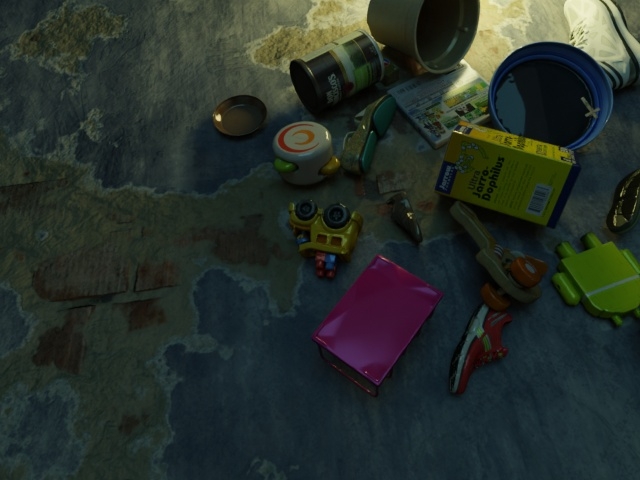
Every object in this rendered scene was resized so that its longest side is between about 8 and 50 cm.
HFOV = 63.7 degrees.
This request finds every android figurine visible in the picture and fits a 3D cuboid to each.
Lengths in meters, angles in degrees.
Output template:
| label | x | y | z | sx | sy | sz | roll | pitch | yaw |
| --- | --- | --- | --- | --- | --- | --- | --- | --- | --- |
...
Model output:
| label | x | y | z | sx | sy | sz | roll | pitch | yaw |
| --- | --- | --- | --- | --- | --- | --- | --- | --- | --- |
| android figurine | 0.788 | 0.107 | 1.443 | 0.248 | 0.056 | 0.272 | -20 | 60 | -7 |

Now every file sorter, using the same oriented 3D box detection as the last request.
| label | x | y | z | sx | sy | sz | roll | pitch | yaw |
| --- | --- | --- | --- | --- | --- | --- | --- | --- | --- |
| file sorter | 0.150 | 0.231 | 1.354 | 0.202 | 0.182 | 0.290 | 32 | 67 | 22 |

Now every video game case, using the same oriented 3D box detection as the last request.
| label | x | y | z | sx | sy | sz | roll | pitch | yaw |
| --- | --- | --- | --- | --- | --- | --- | --- | --- | --- |
| video game case | 0.453 | -0.497 | 1.830 | 0.329 | 0.036 | 0.300 | -28 | 62 | -12 |

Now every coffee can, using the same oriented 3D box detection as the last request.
| label | x | y | z | sx | sy | sz | roll | pitch | yaw |
| --- | --- | --- | --- | --- | --- | --- | --- | --- | --- |
| coffee can | 0.058 | -0.598 | 1.824 | 0.275 | 0.201 | 0.201 | -31 | 62 | -12 |

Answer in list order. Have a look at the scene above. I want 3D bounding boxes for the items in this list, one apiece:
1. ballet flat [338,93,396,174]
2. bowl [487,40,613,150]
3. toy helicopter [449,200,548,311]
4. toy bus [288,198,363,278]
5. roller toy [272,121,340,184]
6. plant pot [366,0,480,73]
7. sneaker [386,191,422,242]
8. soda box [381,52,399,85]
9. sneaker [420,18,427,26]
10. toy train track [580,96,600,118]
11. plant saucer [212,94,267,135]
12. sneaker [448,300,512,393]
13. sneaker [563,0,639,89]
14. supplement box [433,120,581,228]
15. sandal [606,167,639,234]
| label | x | y | z | sx | sy | sz | roll | pitch | yaw |
| --- | --- | --- | --- | --- | --- | --- | --- | --- | --- |
| ballet flat | 0.152 | -0.370 | 1.744 | 0.123 | 0.123 | 0.348 | 17 | 63 | 14 |
| bowl | 0.748 | -0.463 | 1.700 | 0.392 | 0.077 | 0.390 | -1 | 80 | 3 |
| toy helicopter | 0.496 | 0.024 | 1.453 | 0.235 | 0.140 | 0.355 | -2 | 51 | -44 |
| toy bus | 0.000 | 0.000 | 1.536 | 0.221 | 0.149 | 0.211 | 11 | 78 | 13 |
| roller toy | -0.051 | -0.281 | 1.684 | 0.210 | 0.146 | 0.191 | -12 | 50 | -1 |
| plant pot | 0.348 | -0.804 | 1.861 | 0.334 | 0.333 | 0.305 | -39 | 45 | -16 |
| sneaker | 0.259 | -0.063 | 1.592 | 0.071 | 0.066 | 0.188 | -22 | 54 | 12 |
| soda box | 0.215 | -0.661 | 1.930 | 0.061 | 0.058 | 0.181 | -32 | 62 | -13 |
| sneaker | 0.478 | -0.851 | 2.015 | 0.240 | 0.091 | 0.126 | 22 | 83 | 16 |
| toy train track | 0.856 | -0.420 | 1.641 | 0.048 | 0.014 | 0.083 | -27 | 73 | 5 |
| plant saucer | -0.288 | -0.444 | 1.862 | 0.199 | 0.036 | 0.198 | -2 | 60 | 4 |
| sneaker | 0.426 | 0.285 | 1.347 | 0.118 | 0.107 | 0.279 | 28 | 67 | 13 |
| sneaker | 0.936 | -0.708 | 1.832 | 0.258 | 0.169 | 0.447 | -16 | 63 | -7 |
| supplement box | 0.546 | -0.202 | 1.520 | 0.357 | 0.195 | 0.194 | 19 | 28 | 15 |
| sandal | 0.950 | -0.122 | 1.544 | 0.086 | 0.120 | 0.302 | 39 | 69 | -7 |
